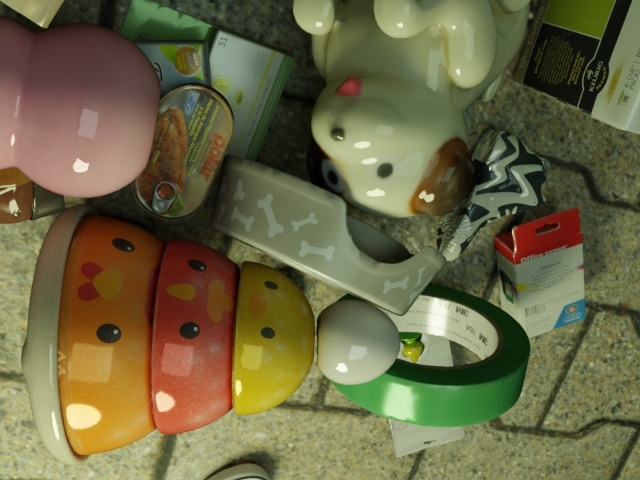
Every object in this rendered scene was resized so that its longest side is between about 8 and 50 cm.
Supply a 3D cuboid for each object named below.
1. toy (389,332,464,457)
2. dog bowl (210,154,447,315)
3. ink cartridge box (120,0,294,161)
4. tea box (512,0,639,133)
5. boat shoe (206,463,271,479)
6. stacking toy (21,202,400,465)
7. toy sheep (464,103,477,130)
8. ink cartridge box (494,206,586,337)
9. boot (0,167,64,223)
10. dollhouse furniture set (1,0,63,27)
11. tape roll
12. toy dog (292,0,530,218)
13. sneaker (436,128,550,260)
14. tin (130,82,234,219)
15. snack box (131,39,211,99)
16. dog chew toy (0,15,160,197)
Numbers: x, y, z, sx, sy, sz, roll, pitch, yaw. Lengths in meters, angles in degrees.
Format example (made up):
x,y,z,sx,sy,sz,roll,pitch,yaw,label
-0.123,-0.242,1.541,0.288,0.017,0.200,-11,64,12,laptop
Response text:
x,y,z,sx,sy,sz,roll,pitch,yaw,label
0.179,0.270,1.477,0.136,0.056,0.237,-14,112,-7,toy
0.000,0.000,1.143,0.348,0.348,0.102,27,86,-26,dog bowl
-0.177,-0.226,1.146,0.235,0.056,0.171,16,108,-25,ink cartridge box
0.487,-0.332,1.151,0.219,0.323,0.329,9,111,-20,tea box
-0.223,0.561,1.423,0.367,0.156,0.136,-39,119,3,boat shoe
-0.129,0.125,1.104,0.479,0.351,0.351,0,114,-4,stacking toy
0.201,-0.194,1.262,0.132,0.091,0.091,-47,119,-10,toy sheep
0.391,0.047,1.430,0.134,0.078,0.231,-17,117,-10,ink cartridge box
-0.496,-0.123,1.046,0.280,0.096,0.264,-14,130,-26,boot
-0.428,-0.429,0.861,0.394,0.256,0.362,31,101,-27,dollhouse furniture set
0.165,0.171,1.276,0.321,0.321,0.077,-2,115,-16,tape roll
0.112,-0.229,1.063,0.408,0.284,0.395,-68,155,-18,toy dog
0.303,-0.055,1.347,0.153,0.094,0.235,21,96,-15,sneaker
-0.182,-0.118,1.066,0.106,0.040,0.190,25,109,-6,tin
-0.253,-0.184,1.097,0.207,0.070,0.175,-2,110,-1,snack box
-0.360,-0.166,0.932,0.331,0.207,0.207,9,110,-17,dog chew toy
